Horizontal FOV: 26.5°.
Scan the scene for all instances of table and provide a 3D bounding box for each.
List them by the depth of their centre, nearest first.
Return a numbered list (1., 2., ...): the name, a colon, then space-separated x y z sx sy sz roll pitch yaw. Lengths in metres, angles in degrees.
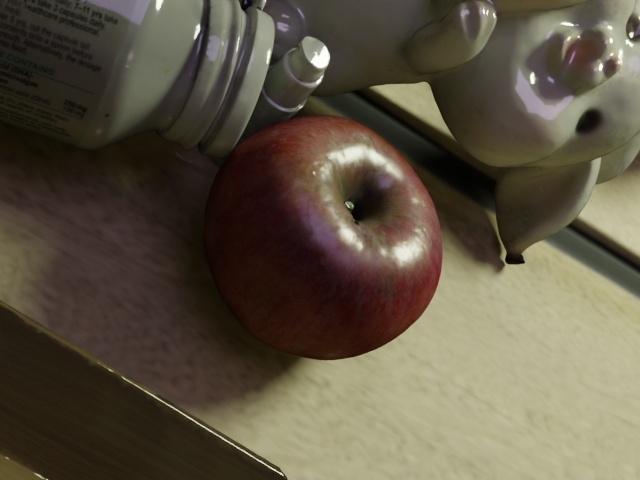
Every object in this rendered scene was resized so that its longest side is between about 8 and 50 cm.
1. table: -0.138 0.114 0.654 0.227 0.167 0.167 36 48 -24

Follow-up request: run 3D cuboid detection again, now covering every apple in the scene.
1. apple: 0.000 0.000 0.829 0.153 0.120 0.153 22 47 -26

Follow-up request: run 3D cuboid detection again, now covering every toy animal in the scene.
1. toy animal: 0.103 -0.134 0.915 0.310 0.247 0.183 23 67 -4

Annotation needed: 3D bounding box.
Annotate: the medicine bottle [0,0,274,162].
1. medicine bottle: -0.141 -0.124 0.779 0.215 0.135 0.135 18 54 -16

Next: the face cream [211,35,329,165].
1. face cream: -0.032 -0.086 0.847 0.034 0.130 0.034 12 62 -24
